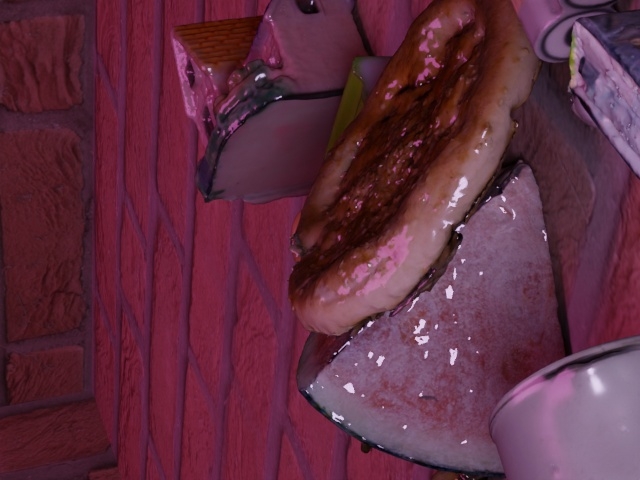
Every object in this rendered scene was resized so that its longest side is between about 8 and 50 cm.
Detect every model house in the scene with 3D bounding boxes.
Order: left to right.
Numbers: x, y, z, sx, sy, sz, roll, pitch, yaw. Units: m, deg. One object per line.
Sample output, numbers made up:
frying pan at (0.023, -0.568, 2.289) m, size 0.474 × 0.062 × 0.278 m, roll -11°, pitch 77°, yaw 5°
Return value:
model house at (-0.068, -0.206, 2.149) m, size 0.237 × 0.202 × 0.237 m, roll 112°, pitch 144°, yaw -58°

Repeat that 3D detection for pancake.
pancake at (0.077, -0.072, 1.673) m, size 0.382 × 0.071 × 0.382 m, roll -50°, pitch 20°, yaw 26°

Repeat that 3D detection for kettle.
kettle at (0.286, 0.257, 1.381) m, size 0.205 × 0.265 × 0.318 m, roll -40°, pitch 56°, yaw 33°

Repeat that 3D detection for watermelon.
watermelon at (0.160, 0.087, 1.765) m, size 0.250 × 0.292 × 0.283 m, roll 45°, pitch -154°, yaw -23°

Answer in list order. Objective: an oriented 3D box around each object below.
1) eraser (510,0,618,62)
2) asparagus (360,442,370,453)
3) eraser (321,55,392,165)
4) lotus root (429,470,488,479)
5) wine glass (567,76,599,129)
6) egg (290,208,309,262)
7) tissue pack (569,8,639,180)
eraser at (0.182, -0.311, 1.521) m, size 0.171 × 0.087 × 0.290 m, roll 105°, pitch 151°, yaw -58°
asparagus at (0.061, 0.230, 2.291) m, size 0.015 × 0.014 × 0.114 m, roll 38°, pitch 137°, yaw 40°
eraser at (0.073, -0.058, 1.981) m, size 0.274 × 0.092 × 0.210 m, roll 105°, pitch 149°, yaw -56°
lotus root at (0.151, 0.300, 1.945) m, size 0.183 × 0.077 × 0.090 m, roll 95°, pitch 156°, yaw -43°
wine glass at (0.263, -0.113, 1.400) m, size 0.155 × 0.072 × 0.072 m, roll -150°, pitch 53°, yaw -67°
egg at (0.000, 0.000, 1.976) m, size 0.083 × 0.071 × 0.071 m, roll 63°, pitch 175°, yaw -36°
tissue pack at (0.289, -0.083, 1.056) m, size 0.173 × 0.235 × 0.073 m, roll -119°, pitch 26°, yaw -47°
